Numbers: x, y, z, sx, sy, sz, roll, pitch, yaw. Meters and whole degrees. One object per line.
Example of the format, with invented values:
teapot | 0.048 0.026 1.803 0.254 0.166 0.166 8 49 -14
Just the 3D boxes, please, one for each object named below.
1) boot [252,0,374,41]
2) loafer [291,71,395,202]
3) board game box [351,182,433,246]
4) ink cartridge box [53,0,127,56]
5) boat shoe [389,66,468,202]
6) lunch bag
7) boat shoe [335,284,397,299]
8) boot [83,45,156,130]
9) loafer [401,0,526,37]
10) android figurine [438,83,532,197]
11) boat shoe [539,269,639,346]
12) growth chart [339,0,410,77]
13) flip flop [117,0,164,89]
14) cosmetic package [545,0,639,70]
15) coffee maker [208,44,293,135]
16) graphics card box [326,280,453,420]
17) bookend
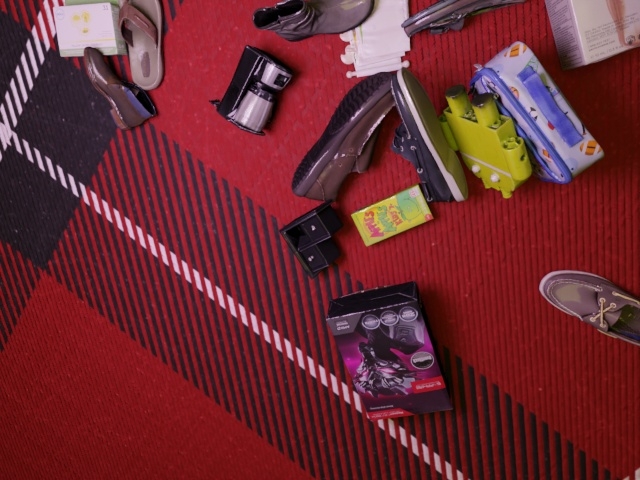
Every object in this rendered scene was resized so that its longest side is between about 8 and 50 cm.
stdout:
boot | -0.012 -0.497 1.038 0.247 0.161 0.083 -10 101 22
loafer | 0.075 -0.236 1.139 0.130 0.133 0.366 27 122 -24
board game box | 0.180 -0.064 1.191 0.182 0.043 0.092 -24 99 17
ink cartridge box | -0.594 -0.594 1.210 0.171 0.056 0.234 3 108 12
boat shoe | 0.216 -0.213 1.053 0.113 0.127 0.340 -15 131 33
lunch bag | 0.428 -0.258 0.975 0.115 0.243 0.303 -39 94 14
boat shoe | 0.126 0.162 1.253 0.207 0.073 0.073 -8 127 10
boot | -0.510 -0.399 1.220 0.106 0.082 0.219 -10 121 18
loafer | 0.311 -0.494 1.019 0.268 0.096 0.084 -23 110 14
android figurine | 0.353 -0.203 1.022 0.056 0.248 0.272 -38 129 -4
boat shoe | 0.685 0.167 1.115 0.325 0.096 0.116 24 109 5
growth chart | 0.130 -0.500 1.093 0.172 0.021 0.237 3 106 12
flip flop | -0.457 -0.521 1.185 0.113 0.080 0.276 4 106 12
cosmetic package | 0.528 -0.506 0.936 0.129 0.153 0.295 -18 102 15
coffee maker | -0.173 -0.370 1.144 0.171 0.120 0.178 31 109 3
graphics card box | 0.185 0.296 1.223 0.233 0.094 0.370 -14 114 16
bookend | 0.000 0.000 1.200 0.156 0.072 0.157 -25 100 47
